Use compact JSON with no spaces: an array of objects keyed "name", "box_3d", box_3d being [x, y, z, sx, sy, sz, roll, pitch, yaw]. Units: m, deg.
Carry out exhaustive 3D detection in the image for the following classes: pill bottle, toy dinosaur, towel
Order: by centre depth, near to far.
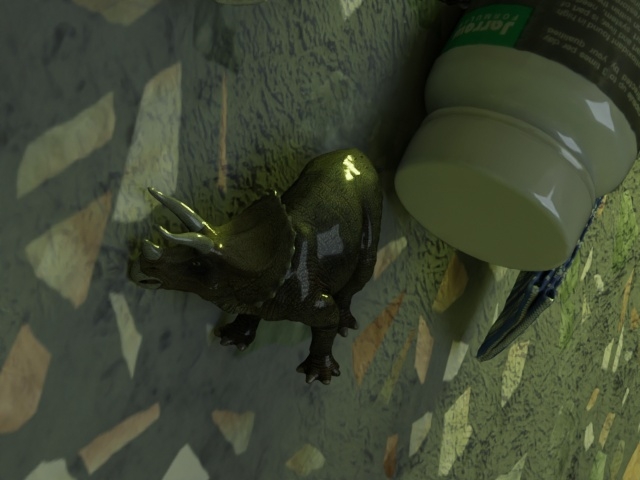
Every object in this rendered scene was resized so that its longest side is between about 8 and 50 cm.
[{"name":"toy dinosaur","box_3d":[0.000,0.000,0.937,0.313,0.121,0.160,-34,146,-43]},{"name":"pill bottle","box_3d":[0.221,-0.166,1.146,0.361,0.204,0.204,-61,149,-21]},{"name":"towel","box_3d":[0.263,-0.044,1.310,0.336,0.040,0.243,-60,176,-20]}]

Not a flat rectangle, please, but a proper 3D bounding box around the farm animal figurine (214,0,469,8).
[{"name":"farm animal figurine","box_3d":[0.061,-0.320,0.796,0.330,0.172,0.327,-5,114,-19]}]
